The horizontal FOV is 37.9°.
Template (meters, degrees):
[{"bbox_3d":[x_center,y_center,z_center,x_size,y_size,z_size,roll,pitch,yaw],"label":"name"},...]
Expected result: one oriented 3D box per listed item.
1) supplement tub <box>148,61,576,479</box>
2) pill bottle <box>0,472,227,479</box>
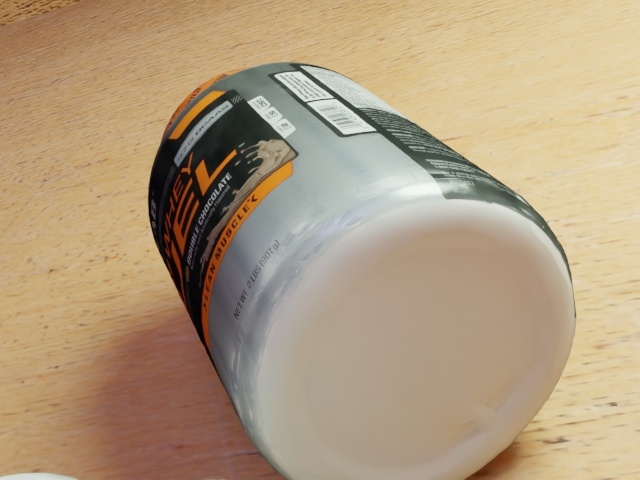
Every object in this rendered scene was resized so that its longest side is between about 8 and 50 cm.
[{"bbox_3d":[0.000,0.000,0.639,0.207,0.207,0.338,-27,30,-9],"label":"supplement tub"},{"bbox_3d":[0.009,0.209,0.283,0.408,0.229,0.229,8,42,39],"label":"pill bottle"}]
